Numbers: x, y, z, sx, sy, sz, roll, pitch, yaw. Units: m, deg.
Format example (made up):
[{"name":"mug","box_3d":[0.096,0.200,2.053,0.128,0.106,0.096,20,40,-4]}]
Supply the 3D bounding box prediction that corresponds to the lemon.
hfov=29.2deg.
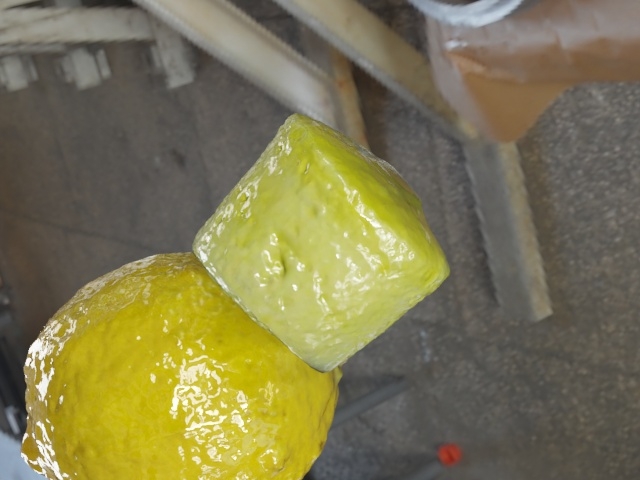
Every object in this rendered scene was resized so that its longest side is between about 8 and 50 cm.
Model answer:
[{"name":"lemon","box_3d":[-0.095,0.104,0.839,0.192,0.231,0.192,163,90,-89]}]

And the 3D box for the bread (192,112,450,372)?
[{"name":"bread","box_3d":[0.000,0.000,0.697,0.129,0.114,0.111,46,-172,19]}]
